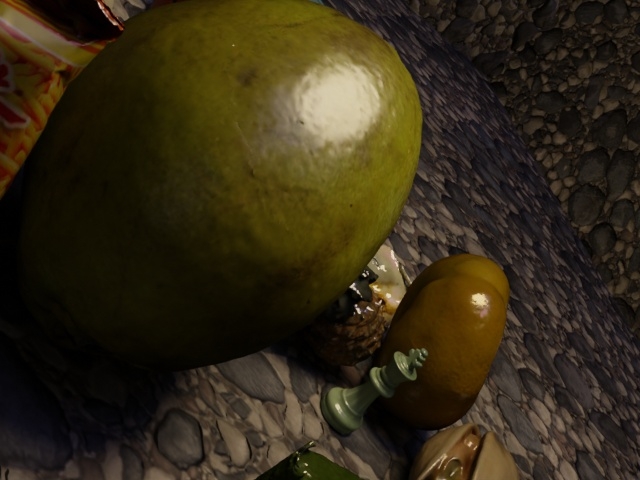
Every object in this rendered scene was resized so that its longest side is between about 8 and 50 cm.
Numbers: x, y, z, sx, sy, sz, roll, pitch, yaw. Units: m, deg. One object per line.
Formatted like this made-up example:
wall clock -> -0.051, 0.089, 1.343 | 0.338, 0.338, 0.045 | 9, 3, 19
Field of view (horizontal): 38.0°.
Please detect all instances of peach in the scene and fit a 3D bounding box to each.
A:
peach -> 0.164, 0.129, 1.237 | 0.153, 0.251, 0.251 | 31, 25, -4

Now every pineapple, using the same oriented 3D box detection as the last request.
pineapple -> 0.012, 0.060, 1.121 | 0.111, 0.119, 0.237 | 33, -24, 32

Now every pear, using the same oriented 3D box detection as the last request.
pear -> -0.097, -0.062, 0.874 | 0.352, 0.352, 0.413 | 49, 61, -4

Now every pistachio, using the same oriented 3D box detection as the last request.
pistachio -> 0.171, 0.304, 1.136 | 0.144, 0.144, 0.215 | 55, 27, 10

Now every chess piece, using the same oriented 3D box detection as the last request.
chess piece -> 0.070, 0.173, 1.115 | 0.059, 0.149, 0.059 | 38, 28, -25

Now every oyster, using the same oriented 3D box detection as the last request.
oyster -> -0.001, -0.001, 1.336 | 0.355, 0.107, 0.201 | 58, 41, -14

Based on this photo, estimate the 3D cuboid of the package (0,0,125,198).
package -> -0.311, -0.106, 0.699 | 0.223, 0.288, 0.108 | 28, 5, -30

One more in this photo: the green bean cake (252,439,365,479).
green bean cake -> 0.023, 0.332, 0.777 | 0.250, 0.156, 0.247 | 38, 25, -28

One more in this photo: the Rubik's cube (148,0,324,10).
Rubik's cube -> -0.113, -0.325, 1.457 | 0.205, 0.207, 0.205 | 23, 34, -49

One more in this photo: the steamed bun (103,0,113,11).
steamed bun -> -0.356, -0.246, 0.822 | 0.309, 0.309, 0.309 | 40, 25, -23
